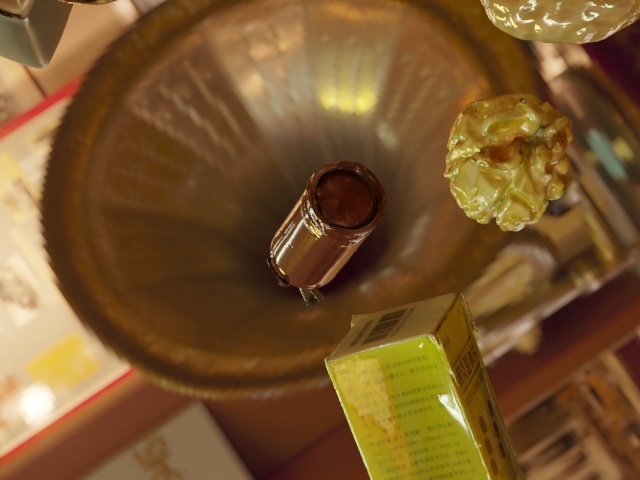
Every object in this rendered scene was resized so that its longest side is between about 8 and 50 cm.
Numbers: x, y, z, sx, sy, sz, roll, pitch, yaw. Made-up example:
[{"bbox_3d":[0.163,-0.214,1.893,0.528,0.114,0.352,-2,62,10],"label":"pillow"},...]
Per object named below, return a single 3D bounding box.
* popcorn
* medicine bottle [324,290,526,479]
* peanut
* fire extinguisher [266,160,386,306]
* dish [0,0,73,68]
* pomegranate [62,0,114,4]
[{"bbox_3d":[0.187,-0.085,1.854,0.135,0.141,0.162,38,-171,27],"label":"popcorn"},{"bbox_3d":[0.118,0.197,1.953,0.250,0.141,0.137,69,-157,-11],"label":"medicine bottle"},{"bbox_3d":[0.234,-0.280,1.589,0.197,0.233,0.110,2,166,46],"label":"peanut"},{"bbox_3d":[0.000,0.000,2.203,0.105,0.105,0.269,55,156,8],"label":"fire extinguisher"},{"bbox_3d":[-0.346,-0.281,1.758,0.243,0.182,0.080,20,-168,-15],"label":"dish"},{"bbox_3d":[-0.176,-0.248,1.430,0.122,0.122,0.161,57,-156,-8],"label":"pomegranate"}]
